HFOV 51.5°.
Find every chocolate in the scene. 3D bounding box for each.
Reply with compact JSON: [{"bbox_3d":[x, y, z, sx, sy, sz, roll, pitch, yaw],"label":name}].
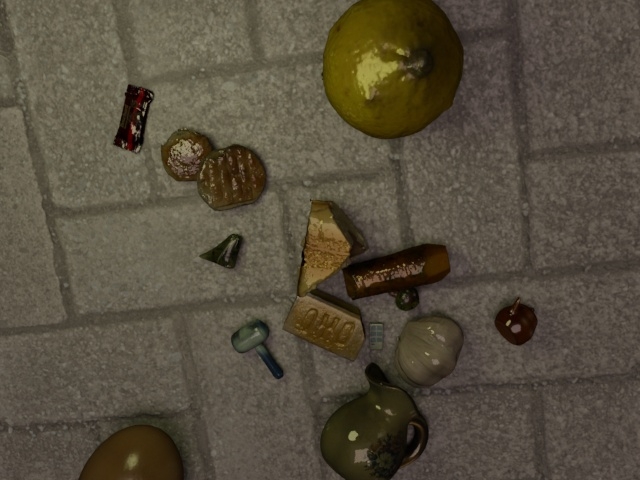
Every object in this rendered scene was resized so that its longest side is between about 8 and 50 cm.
[{"bbox_3d":[-0.521,-0.338,1.845,0.086,0.028,0.182,21,106,3],"label":"chocolate"}]

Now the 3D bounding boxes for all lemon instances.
[{"bbox_3d":[0.175,-0.419,1.590,0.349,0.387,0.350,-1,96,-13],"label":"lemon"}]

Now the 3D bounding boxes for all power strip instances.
[{"bbox_3d":[0.162,0.278,1.930,0.040,0.016,0.090,0,103,5],"label":"power strip"}]

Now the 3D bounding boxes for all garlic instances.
[{"bbox_3d":[0.302,0.325,1.868,0.178,0.143,0.229,26,113,-3],"label":"garlic"}]

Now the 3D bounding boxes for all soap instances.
[{"bbox_3d":[0.022,0.236,1.905,0.232,0.073,0.140,25,108,-2],"label":"soap"}]

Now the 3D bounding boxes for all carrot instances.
[{"bbox_3d":[0.206,0.086,1.835,0.301,0.114,0.114,-15,101,9],"label":"carrot"}]

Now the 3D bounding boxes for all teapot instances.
[{"bbox_3d":[0.553,0.227,1.844,0.116,0.116,0.173,-22,127,10],"label":"teapot"}]

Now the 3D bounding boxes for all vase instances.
[{"bbox_3d":[0.183,0.550,1.910,0.329,0.241,0.302,32,91,-31],"label":"vase"}]

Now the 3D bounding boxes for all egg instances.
[{"bbox_3d":[-0.556,0.724,1.957,0.301,0.301,0.374,27,94,-1],"label":"egg"}]

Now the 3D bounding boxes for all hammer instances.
[{"bbox_3d":[-0.172,0.331,1.952,0.116,0.069,0.194,-32,103,10],"label":"hammer"}]

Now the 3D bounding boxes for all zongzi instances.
[{"bbox_3d":[-0.286,0.017,1.900,0.113,0.052,0.104,20,97,14],"label":"zongzi"}]

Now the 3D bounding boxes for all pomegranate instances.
[{"bbox_3d":[0.238,0.156,1.867,0.073,0.073,0.084,-42,106,13],"label":"pomegranate"}]

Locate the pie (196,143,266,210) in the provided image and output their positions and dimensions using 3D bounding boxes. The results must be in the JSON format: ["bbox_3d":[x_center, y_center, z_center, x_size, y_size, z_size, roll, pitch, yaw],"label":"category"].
[{"bbox_3d":[-0.244,-0.173,1.816,0.195,0.046,0.195,-7,109,-20],"label":"pie"}]

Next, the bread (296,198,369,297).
[{"bbox_3d":[-0.012,0.001,1.797,0.224,0.183,0.211,-30,97,9],"label":"bread"}]

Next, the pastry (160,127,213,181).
[{"bbox_3d":[-0.364,-0.231,1.827,0.153,0.081,0.153,1,99,5],"label":"pastry"}]
